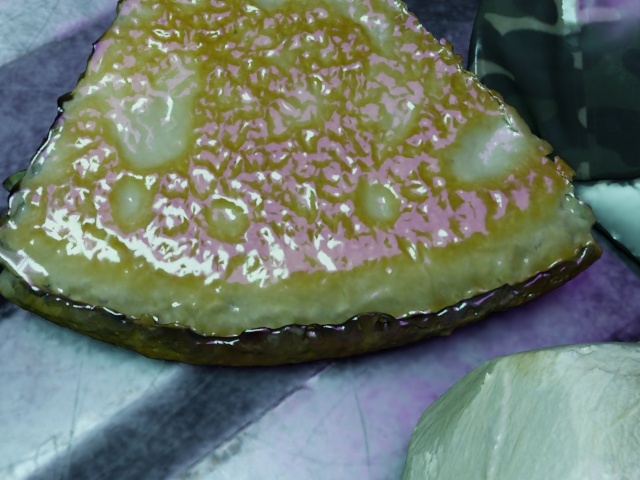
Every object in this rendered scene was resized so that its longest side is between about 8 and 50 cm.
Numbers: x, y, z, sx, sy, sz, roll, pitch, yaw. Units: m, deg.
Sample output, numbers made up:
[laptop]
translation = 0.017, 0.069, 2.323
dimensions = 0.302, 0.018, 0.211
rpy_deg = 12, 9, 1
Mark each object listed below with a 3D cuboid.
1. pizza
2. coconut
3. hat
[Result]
[pizza]
translation = -0.053, -0.048, 0.623
dimensions = 0.392, 0.080, 0.435
rpy_deg = -38, 79, -15
[coconut]
translation = 0.165, 0.172, 0.489
dimensions = 0.245, 0.245, 0.247
rpy_deg = 17, 60, 3
[hat]
translation = 0.347, -0.120, 0.673
dimensions = 0.366, 0.257, 0.382
rpy_deg = -39, 54, -19
